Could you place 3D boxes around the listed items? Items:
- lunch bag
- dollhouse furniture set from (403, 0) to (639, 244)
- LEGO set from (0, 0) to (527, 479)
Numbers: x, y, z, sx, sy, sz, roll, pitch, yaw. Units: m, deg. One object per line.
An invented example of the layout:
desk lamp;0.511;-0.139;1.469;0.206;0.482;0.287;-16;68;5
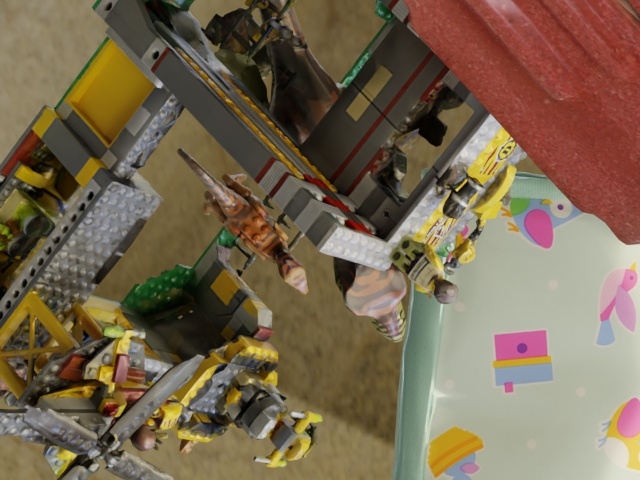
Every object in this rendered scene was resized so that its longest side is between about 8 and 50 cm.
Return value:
lunch bag;0.153;0.075;0.982;0.262;0.160;0.223;4;-86;-26
dollhouse furniture set;0.051;-0.195;0.439;0.374;0.152;0.201;45;-117;-16
LEGO set;0.000;0.000;0.787;0.331;0.255;0.192;-47;-122;6
